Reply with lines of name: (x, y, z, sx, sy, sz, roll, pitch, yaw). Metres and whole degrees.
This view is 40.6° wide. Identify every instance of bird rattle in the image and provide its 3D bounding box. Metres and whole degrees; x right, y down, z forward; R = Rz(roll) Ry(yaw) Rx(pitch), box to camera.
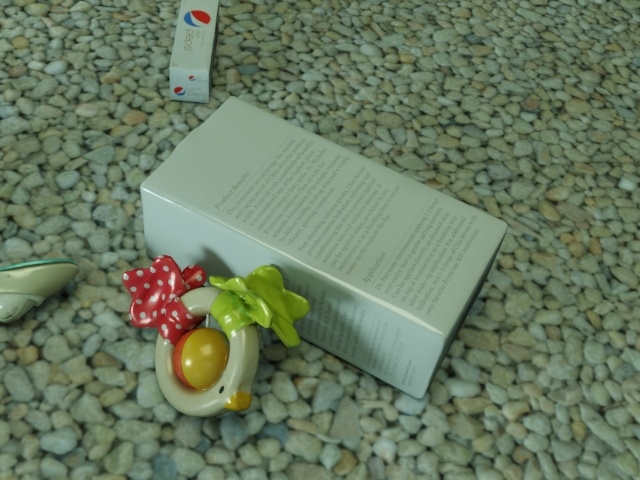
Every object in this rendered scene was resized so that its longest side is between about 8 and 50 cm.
bird rattle: (-0.154, 0.117, 1.094, 0.253, 0.143, 0.207, -3, 75, 28)

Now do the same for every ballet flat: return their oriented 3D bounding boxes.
ballet flat: (-0.447, 0.077, 1.150, 0.248, 0.086, 0.086, -5, 51, -10)

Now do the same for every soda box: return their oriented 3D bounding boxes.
soda box: (-0.220, -0.341, 1.522, 0.069, 0.074, 0.216, 4, 50, -5)

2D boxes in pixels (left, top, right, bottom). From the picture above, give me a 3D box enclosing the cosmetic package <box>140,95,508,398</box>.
cosmetic package: (0.000, 0.000, 1.213, 0.453, 0.162, 0.230, 27, 52, 14)
